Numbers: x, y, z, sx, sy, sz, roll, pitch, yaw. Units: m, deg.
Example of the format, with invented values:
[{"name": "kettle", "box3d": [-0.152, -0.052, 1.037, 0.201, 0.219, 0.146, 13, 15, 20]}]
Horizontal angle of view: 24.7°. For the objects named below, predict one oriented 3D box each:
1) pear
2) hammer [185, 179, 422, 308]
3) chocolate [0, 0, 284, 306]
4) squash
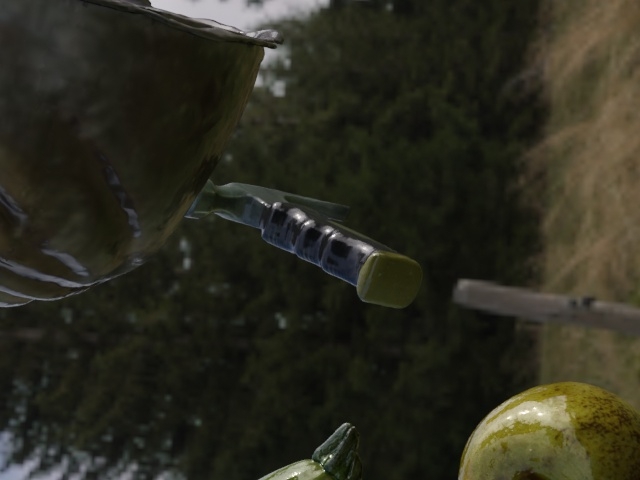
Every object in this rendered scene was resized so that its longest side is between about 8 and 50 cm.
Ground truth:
[{"name": "pear", "box3d": [0.226, 0.227, 1.321, 0.197, 0.197, 0.197, 3, -90, -83]}, {"name": "hammer", "box3d": [0.000, 0.000, 1.183, 0.226, 0.159, 0.041, 27, 104, 50]}, {"name": "chocolate", "box3d": [-0.189, -0.065, 0.913, 0.303, 0.303, 0.213, -41, -33, -81]}, {"name": "squash", "box3d": [0.002, 0.237, 1.376, 0.105, 0.132, 0.105, 46, -167, -14]}]
